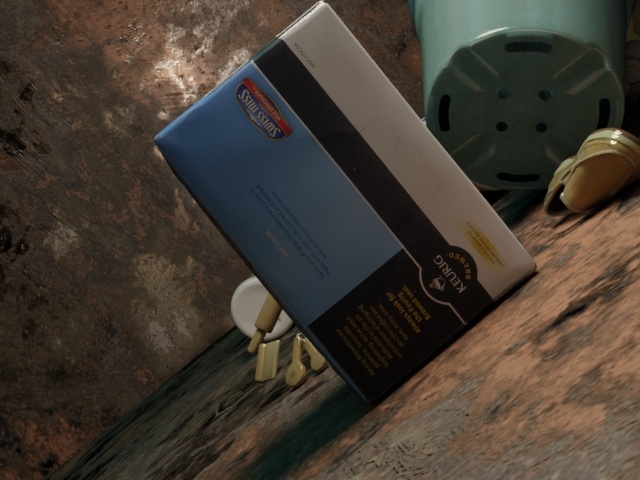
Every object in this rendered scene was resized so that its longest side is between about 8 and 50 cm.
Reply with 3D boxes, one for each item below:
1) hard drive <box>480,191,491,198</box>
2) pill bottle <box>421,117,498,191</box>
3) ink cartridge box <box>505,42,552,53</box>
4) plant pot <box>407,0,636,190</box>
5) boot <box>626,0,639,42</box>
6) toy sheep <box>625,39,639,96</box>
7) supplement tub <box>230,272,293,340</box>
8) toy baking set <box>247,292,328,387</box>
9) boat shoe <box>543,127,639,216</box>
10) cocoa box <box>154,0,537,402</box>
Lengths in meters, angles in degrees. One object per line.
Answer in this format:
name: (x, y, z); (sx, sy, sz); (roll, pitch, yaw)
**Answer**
hard drive: (0.246, -0.053, 1.919); (0.135, 0.022, 0.094); (-37, 3, 34)
pill bottle: (0.241, -0.155, 1.861); (0.152, 0.152, 0.272); (-40, 13, -18)
ink cartridge box: (0.307, -0.333, 1.688); (0.219, 0.160, 0.092); (-17, 36, 23)
plant pot: (0.277, -0.265, 1.468); (0.341, 0.341, 0.334); (-37, 26, 35)
boot: (0.529, -0.394, 1.593); (0.165, 0.213, 0.077); (-5, 41, 8)
toy sheep: (0.478, -0.258, 1.601); (0.091, 0.091, 0.132); (-36, 9, 47)
supplement tub: (-0.110, 0.132, 2.353); (0.144, 0.144, 0.200); (-38, 2, 13)
toy baking set: (-0.020, 0.101, 1.550); (0.197, 0.030, 0.256); (19, 86, 53)
boat shoe: (0.286, -0.060, 1.125); (0.072, 0.068, 0.190); (-52, -5, -13)
cocoa box: (0.017, -0.035, 1.152); (0.228, 0.347, 0.231); (-39, 2, -4)
